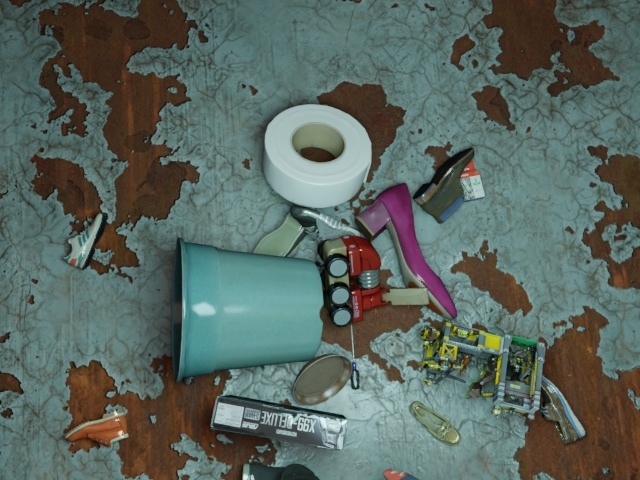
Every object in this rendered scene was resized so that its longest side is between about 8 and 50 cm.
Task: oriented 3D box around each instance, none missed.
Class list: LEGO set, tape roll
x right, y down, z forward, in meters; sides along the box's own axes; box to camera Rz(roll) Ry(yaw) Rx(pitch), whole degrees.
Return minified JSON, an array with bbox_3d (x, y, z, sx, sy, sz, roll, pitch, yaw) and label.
[{"bbox_3d":[0.388,0.343,1.683,0.331,0.255,0.192,17,62,-4],"label":"LEGO set"},{"bbox_3d":[-0.010,-0.226,1.826,0.286,0.100,0.286,4,54,-6],"label":"tape roll"}]

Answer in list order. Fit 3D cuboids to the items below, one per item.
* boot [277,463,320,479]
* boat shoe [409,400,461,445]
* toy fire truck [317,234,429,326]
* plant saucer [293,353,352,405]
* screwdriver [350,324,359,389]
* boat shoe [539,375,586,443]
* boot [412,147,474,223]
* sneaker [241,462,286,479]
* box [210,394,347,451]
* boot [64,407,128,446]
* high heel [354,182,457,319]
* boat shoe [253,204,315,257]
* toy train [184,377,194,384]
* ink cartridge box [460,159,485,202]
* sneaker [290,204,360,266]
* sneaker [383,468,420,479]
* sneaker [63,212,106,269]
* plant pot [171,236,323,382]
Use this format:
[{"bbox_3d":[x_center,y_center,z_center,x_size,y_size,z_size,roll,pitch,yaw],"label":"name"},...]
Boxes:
[{"bbox_3d":[-0.078,0.738,1.634,0.260,0.131,0.348,-43,53,33],"label":"boot"},{"bbox_3d":[0.293,0.465,1.759,0.153,0.048,0.056,42,81,8],"label":"boat shoe"},{"bbox_3d":[0.133,0.100,1.752,0.246,0.158,0.217,-10,115,-10],"label":"toy fire truck"},{"bbox_3d":[0.001,0.345,1.744,0.168,0.168,0.029,-33,46,-7],"label":"plant saucer"},{"bbox_3d":[0.084,0.304,1.808,0.025,0.024,0.170,0,75,-29],"label":"screwdriver"},{"bbox_3d":[0.596,0.432,1.757,0.066,0.066,0.183,-33,80,-5],"label":"boat shoe"},{"bbox_3d":[0.355,-0.148,1.867,0.219,0.082,0.106,-43,105,-8],"label":"boot"},{"bbox_3d":[-0.141,0.666,1.700,0.118,0.083,0.222,4,81,-4],"label":"sneaker"},{"bbox_3d":[-0.094,0.435,1.668,0.307,0.242,0.077,10,78,1],"label":"box"},{"bbox_3d":[-0.565,0.491,1.751,0.157,0.059,0.085,-19,84,-5],"label":"boot"},{"bbox_3d":[0.271,0.023,1.820,0.181,0.127,0.377,-38,85,-14],"label":"high heel"},{"bbox_3d":[-0.093,-0.001,1.846,0.081,0.069,0.228,38,80,21],"label":"boat shoe"},{"bbox_3d":[-0.319,0.299,1.801,0.027,0.036,0.158,17,80,2],"label":"toy train"},{"bbox_3d":[0.406,-0.166,1.902,0.062,0.029,0.115,-11,79,-1],"label":"ink cartridge box"},{"bbox_3d":[0.000,0.000,1.798,0.228,0.086,0.132,23,89,-35],"label":"sneaker"},{"bbox_3d":[0.132,0.697,1.611,0.148,0.131,0.350,27,87,31],"label":"sneaker"},{"bbox_3d":[-0.635,-0.006,1.853,0.075,0.057,0.161,20,82,-2],"label":"sneaker"},{"bbox_3d":[-0.183,0.169,1.679,0.333,0.341,0.342,3,78,-16],"label":"plant pot"}]
